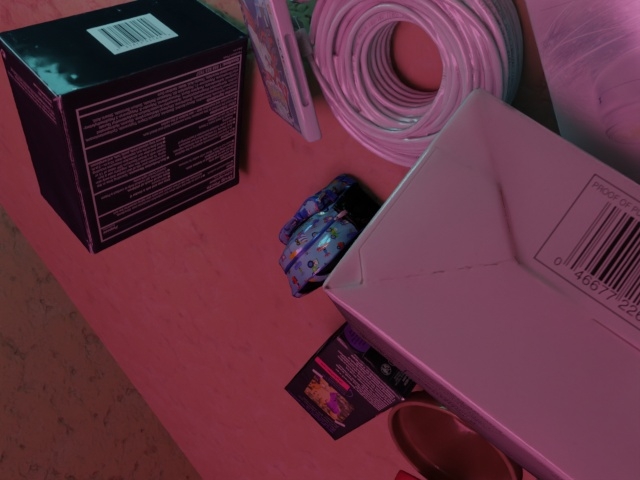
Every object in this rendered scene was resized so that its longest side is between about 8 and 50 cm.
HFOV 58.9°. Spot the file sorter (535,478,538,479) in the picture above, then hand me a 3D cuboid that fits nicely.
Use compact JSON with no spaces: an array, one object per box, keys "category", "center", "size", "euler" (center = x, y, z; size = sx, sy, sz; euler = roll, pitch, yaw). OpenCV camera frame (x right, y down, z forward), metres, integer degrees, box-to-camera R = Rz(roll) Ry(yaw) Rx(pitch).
[{"category":"file sorter","center":[0.409,0.408,0.823],"size":[0.173,0.193,0.278],"euler":[21,135,35]}]

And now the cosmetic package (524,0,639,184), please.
[{"category":"cosmetic package","center":[0.314,-0.166,0.459],"size":[0.224,0.138,0.225],"euler":[-3,121,46]}]

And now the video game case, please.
[{"category":"video game case","center":[-0.060,-0.243,0.764],"size":[0.201,0.023,0.184],"euler":[-127,18,-59]}]

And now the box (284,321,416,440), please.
[{"category":"box","center":[0.073,0.218,1.003],"size":[0.143,0.165,0.270],"euler":[44,143,6]}]

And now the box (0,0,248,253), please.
[{"category":"box","center":[-0.286,-0.185,0.880],"size":[0.182,0.296,0.294],"euler":[41,142,25]}]

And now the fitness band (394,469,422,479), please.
[{"category":"fitness band","center":[0.263,0.525,1.082],"size":[0.290,0.054,0.209],"euler":[37,162,-26]}]

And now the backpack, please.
[{"category":"backpack","center":[0.000,0.000,0.878],"size":[0.117,0.173,0.158],"euler":[46,143,2]}]

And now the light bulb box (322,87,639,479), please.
[{"category":"light bulb box","center":[0.219,0.097,0.590],"size":[0.358,0.225,0.361],"euler":[37,174,13]}]

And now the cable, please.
[{"category":"cable","center":[0.105,-0.208,0.666],"size":[0.257,0.089,0.257],"euler":[1,123,43]}]

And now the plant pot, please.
[{"category":"plant pot","center":[0.245,0.333,0.982],"size":[0.237,0.109,0.237],"euler":[27,138,27]}]
